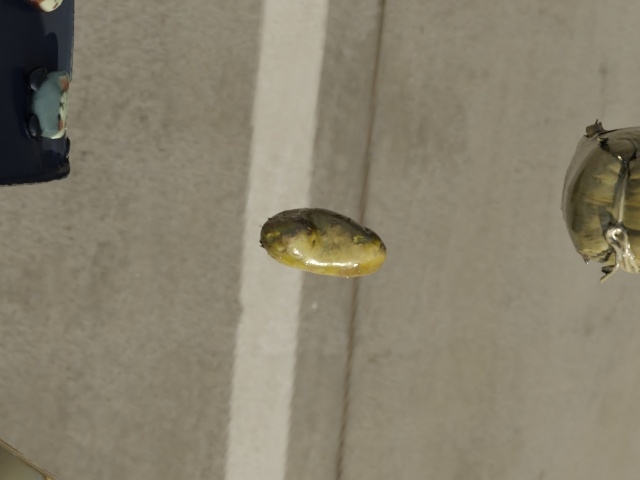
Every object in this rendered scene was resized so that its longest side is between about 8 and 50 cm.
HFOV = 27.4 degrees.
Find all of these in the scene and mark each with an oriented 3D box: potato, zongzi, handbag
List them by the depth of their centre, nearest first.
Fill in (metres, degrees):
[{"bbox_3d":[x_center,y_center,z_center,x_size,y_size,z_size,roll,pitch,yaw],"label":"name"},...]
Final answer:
[{"bbox_3d":[0.252,-0.015,0.841,0.194,0.197,0.099,-28,132,-75],"label":"zongzi"},{"bbox_3d":[0.000,0.000,0.868,0.092,0.046,0.045,9,136,-26],"label":"potato"},{"bbox_3d":[-0.340,-0.201,1.249,0.329,0.121,0.304,-22,114,-77],"label":"handbag"}]

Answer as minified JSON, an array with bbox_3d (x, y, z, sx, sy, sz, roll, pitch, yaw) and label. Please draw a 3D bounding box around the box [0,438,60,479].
[{"bbox_3d":[-0.182,0.116,0.683,0.037,0.105,0.105,-56,136,-14],"label":"box"}]
